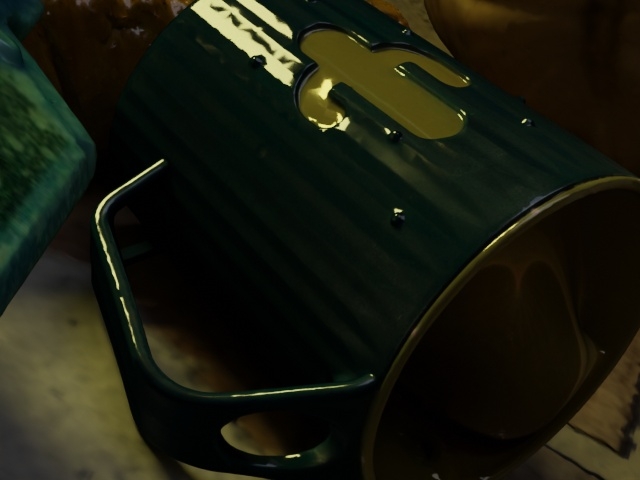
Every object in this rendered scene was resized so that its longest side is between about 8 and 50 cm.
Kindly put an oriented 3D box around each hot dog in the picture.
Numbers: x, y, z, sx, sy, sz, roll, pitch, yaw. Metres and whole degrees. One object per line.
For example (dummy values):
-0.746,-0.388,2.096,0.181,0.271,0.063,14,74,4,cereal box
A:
-0.071,-0.061,0.718,0.286,0.088,0.061,-4,36,-40,hot dog

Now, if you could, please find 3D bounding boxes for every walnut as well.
0.164,-0.140,0.952,0.225,0.225,0.261,36,28,10,walnut

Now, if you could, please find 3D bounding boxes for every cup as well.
0.000,0.000,0.652,0.176,0.131,0.155,-26,52,-30,cup

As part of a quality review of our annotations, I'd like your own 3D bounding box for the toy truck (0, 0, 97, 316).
-0.152,-0.014,0.475,0.156,0.155,0.279,37,25,-7,toy truck
